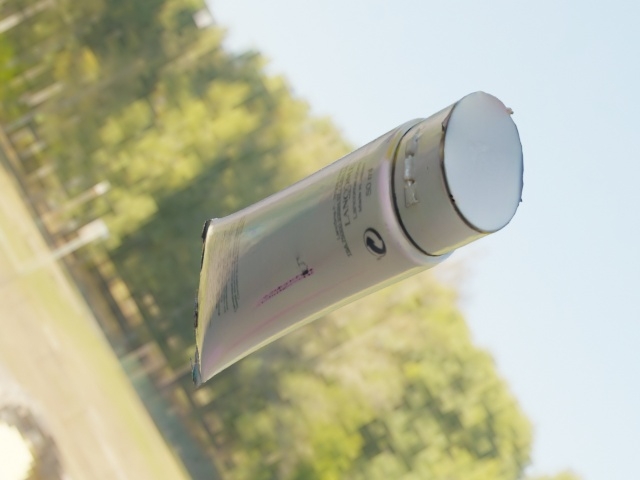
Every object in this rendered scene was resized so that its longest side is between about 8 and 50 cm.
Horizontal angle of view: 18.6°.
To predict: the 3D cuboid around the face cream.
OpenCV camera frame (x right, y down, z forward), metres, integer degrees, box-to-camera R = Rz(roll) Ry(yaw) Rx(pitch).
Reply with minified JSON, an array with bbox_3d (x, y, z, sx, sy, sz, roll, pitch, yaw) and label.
[{"bbox_3d":[0.000,0.000,0.379,0.115,0.020,0.038,-26,-124,56],"label":"face cream"}]
